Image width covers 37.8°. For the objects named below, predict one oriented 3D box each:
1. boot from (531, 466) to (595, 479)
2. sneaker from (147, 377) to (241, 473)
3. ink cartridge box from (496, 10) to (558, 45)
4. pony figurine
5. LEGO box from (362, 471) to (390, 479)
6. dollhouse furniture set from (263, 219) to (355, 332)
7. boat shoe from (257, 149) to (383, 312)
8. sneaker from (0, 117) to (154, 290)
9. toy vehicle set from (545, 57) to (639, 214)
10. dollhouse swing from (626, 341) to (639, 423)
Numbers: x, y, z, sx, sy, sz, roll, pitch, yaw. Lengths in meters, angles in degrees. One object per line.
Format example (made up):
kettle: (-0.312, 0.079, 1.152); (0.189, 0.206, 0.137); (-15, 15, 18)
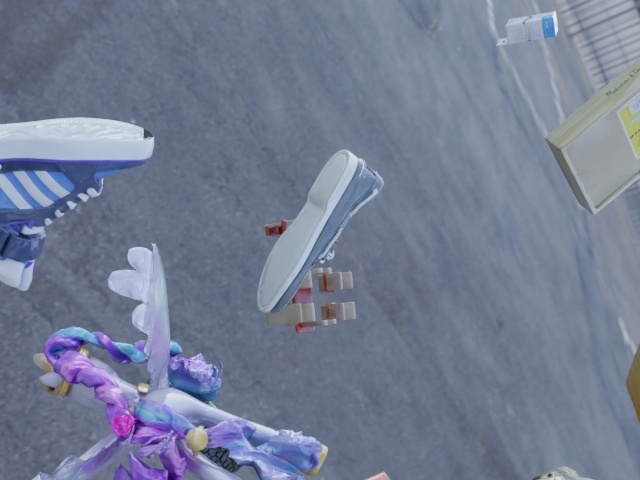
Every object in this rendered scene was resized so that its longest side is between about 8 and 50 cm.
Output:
boot: (0.263, 0.346, 1.224); (0.213, 0.165, 0.077); (120, -35, -79)
sneaker: (-0.264, 0.399, 2.053); (0.146, 0.134, 0.343); (43, -19, 52)
ink cartridge box: (0.289, -0.299, 1.317); (0.048, 0.083, 0.028); (-54, 134, -61)
pony figurine: (-0.177, 0.201, 1.034); (0.363, 0.302, 0.351); (29, -15, -2)
LEGO box: (-0.111, 0.610, 1.509); (0.500, 0.372, 0.193); (-11, 60, -44)
dollhouse furniture set: (-0.046, 0.083, 2.158); (0.262, 0.135, 0.259); (5, 78, -61)
boat shoe: (0.000, 0.000, 1.627); (0.099, 0.319, 0.116); (26, 8, -29)
sneaker: (-0.397, -0.046, 1.352); (0.130, 0.323, 0.236); (-112, -160, -66)
toy vehicle set: (0.452, -0.173, 1.313); (0.166, 0.267, 0.035); (49, 2, -45)
dollhouse swing: (0.516, 0.091, 0.931); (0.315, 0.305, 0.346); (-92, -174, -52)
